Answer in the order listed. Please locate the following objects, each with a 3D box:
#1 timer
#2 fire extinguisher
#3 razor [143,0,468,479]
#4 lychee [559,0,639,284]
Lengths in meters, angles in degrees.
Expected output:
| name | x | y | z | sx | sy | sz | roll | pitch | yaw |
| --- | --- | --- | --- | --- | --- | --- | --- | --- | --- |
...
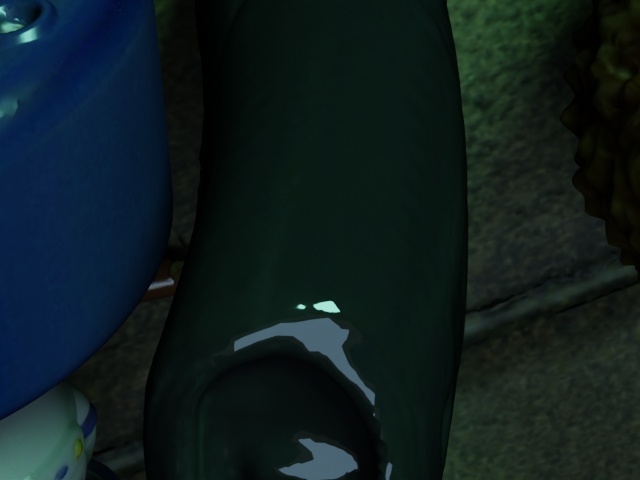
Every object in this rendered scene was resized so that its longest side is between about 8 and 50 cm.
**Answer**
| name | x | y | z | sx | sy | sz | roll | pitch | yaw |
| --- | --- | --- | --- | --- | --- | --- | --- | --- | --- |
| timer | -0.162 | 0.061 | 0.787 | 0.270 | 0.270 | 0.384 | -15 | 126 | -2 |
| fire extinguisher | -0.096 | 0.019 | 0.930 | 0.083 | 0.022 | 0.028 | -12 | 96 | -4 |
| razor | 0.002 | -0.001 | 0.743 | 0.113 | 0.349 | 0.204 | -1 | 128 | 2 |
| lychee | 0.245 | -0.065 | 0.813 | 0.267 | 0.267 | 0.267 | -6 | 126 | -8 |
